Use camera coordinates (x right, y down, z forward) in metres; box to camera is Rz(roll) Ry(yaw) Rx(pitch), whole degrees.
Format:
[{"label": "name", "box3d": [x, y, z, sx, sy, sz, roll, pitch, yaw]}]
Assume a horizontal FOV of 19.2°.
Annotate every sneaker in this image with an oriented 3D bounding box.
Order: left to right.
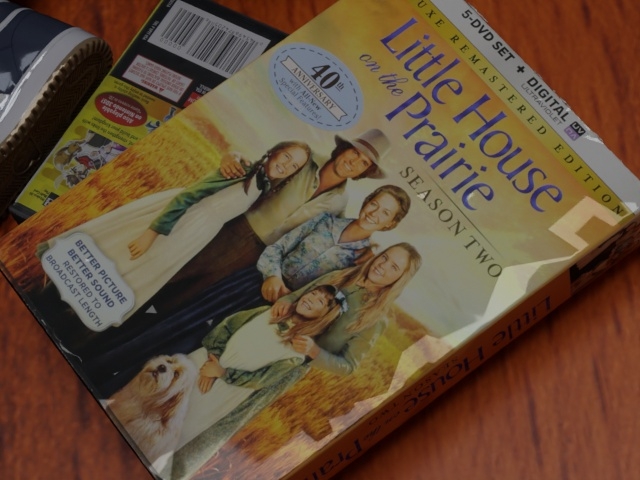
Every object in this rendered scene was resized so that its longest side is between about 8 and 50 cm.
[{"label": "sneaker", "box3d": [-0.315, -0.090, 1.571, 0.153, 0.099, 0.282, 31, 68, 22]}]

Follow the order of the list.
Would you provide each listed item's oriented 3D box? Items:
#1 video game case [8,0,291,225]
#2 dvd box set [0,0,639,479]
[{"label": "video game case", "box3d": [-0.076, -0.061, 1.544, 0.274, 0.035, 0.248, 26, 70, 22]}, {"label": "dvd box set", "box3d": [0.000, 0.000, 1.443, 0.420, 0.062, 0.308, -35, 64, -9]}]
